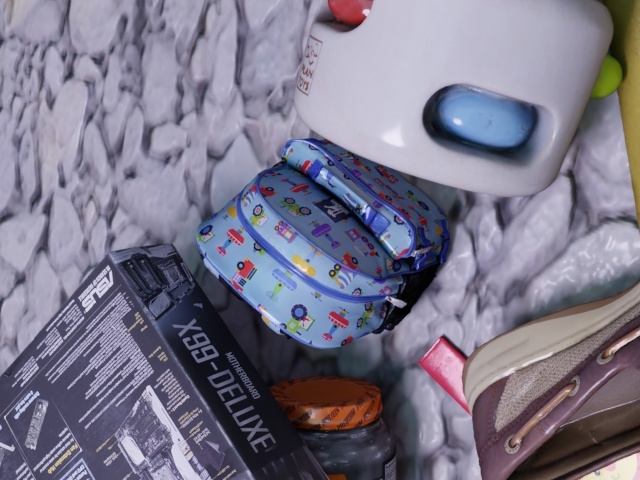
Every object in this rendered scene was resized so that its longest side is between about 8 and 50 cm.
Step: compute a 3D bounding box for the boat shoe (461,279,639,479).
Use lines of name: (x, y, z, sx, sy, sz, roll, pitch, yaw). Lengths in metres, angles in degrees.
boat shoe: (0.239, 0.081, 0.563, 0.342, 0.123, 0.123, -29, 125, 30)

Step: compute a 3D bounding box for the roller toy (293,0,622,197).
roller toy: (0.081, -0.114, 0.607, 0.209, 0.191, 0.146, 25, 108, 23)

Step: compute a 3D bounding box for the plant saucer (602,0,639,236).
plant saucer: (0.337, -0.156, 0.534, 0.333, 0.081, 0.332, -9, 92, 27)

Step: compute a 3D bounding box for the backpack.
backpack: (0.000, 0.000, 0.673, 0.158, 0.173, 0.117, 43, 113, 17)

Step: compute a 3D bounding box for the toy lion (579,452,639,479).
toy lion: (0.214, 0.180, 0.667, 0.096, 0.034, 0.100, 39, 112, 26)

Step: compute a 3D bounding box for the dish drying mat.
dish drying mat: (0.118, 0.116, 0.720, 0.083, 0.008, 0.032, 44, 112, 17)

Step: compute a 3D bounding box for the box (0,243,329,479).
box: (-0.166, 0.190, 0.713, 0.307, 0.076, 0.242, -44, 73, 26)

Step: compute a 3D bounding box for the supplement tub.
supplement tub: (0.003, 0.214, 0.729, 0.117, 0.117, 0.190, 3, 97, 27)
